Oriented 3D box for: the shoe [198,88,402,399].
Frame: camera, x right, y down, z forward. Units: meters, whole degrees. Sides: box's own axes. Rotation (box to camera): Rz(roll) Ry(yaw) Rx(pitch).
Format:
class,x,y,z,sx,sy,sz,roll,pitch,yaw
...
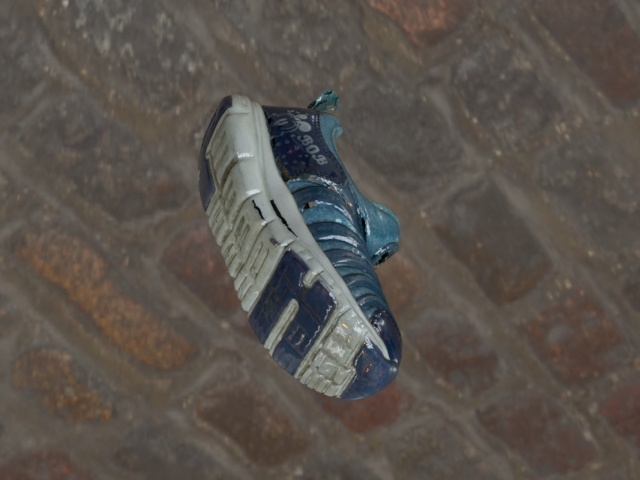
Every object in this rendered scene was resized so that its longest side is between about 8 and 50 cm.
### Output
class,x,y,z,sx,sy,sz,roll,pitch,yaw
shoe,0.000,0.000,0.525,0.071,0.143,0.064,-11,150,-26
